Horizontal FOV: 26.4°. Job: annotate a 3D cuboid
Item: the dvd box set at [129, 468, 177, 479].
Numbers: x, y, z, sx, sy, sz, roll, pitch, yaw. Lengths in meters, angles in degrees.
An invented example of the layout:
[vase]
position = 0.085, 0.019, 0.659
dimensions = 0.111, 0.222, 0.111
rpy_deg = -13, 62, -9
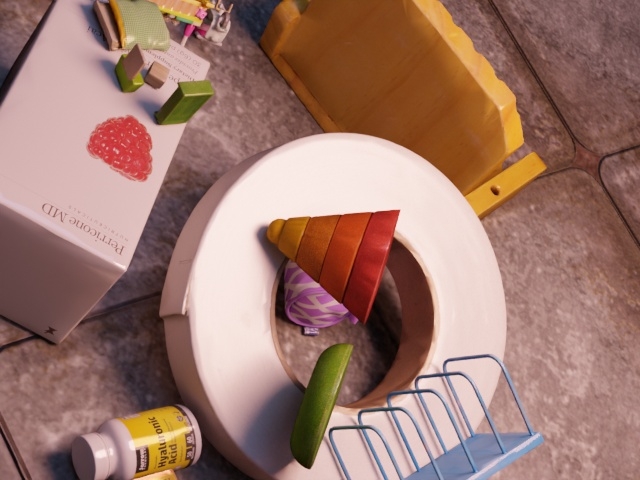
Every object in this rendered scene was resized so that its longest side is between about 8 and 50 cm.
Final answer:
[dvd box set]
position = -0.191, 0.432, 1.173
dimensions = 0.307, 0.062, 0.420
rpy_deg = -11, 69, -39

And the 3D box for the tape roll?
[tape roll]
position = 0.022, 0.080, 1.445
dimensions = 0.392, 0.072, 0.392
rpy_deg = 3, 83, -28

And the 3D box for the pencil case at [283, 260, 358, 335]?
[pencil case]
position = 0.000, 0.000, 1.565
dimensions = 0.088, 0.086, 0.206
rpy_deg = 4, 59, -13

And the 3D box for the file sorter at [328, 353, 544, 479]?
[file sorter]
position = 0.111, 0.198, 1.377
dimensions = 0.170, 0.118, 0.105
rpy_deg = -27, 95, -29

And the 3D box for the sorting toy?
[sorting toy]
position = -0.035, 0.120, 1.330
dimensions = 0.126, 0.127, 0.366
rpy_deg = 19, 76, 4

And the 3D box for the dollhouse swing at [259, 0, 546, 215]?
[dollhouse swing]
position = 0.150, -0.215, 1.662
dimensions = 0.315, 0.305, 0.347
rpy_deg = -32, 82, -43

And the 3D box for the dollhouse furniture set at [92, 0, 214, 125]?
[dollhouse furniture set]
position = -0.163, -0.192, 1.352
dimensions = 0.076, 0.058, 0.152
rpy_deg = -8, 67, -40

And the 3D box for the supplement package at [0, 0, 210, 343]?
[supplement package]
position = -0.258, -0.080, 1.376
dimensions = 0.177, 0.175, 0.293
rpy_deg = 30, 49, -17

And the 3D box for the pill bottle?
[pill bottle]
position = -0.179, 0.201, 1.326
dimensions = 0.116, 0.065, 0.065
rpy_deg = -10, 68, -38

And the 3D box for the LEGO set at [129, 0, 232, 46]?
[LEGO set]
position = -0.245, -0.272, 1.588
dimensions = 0.287, 0.107, 0.132
rpy_deg = 19, 18, -19
